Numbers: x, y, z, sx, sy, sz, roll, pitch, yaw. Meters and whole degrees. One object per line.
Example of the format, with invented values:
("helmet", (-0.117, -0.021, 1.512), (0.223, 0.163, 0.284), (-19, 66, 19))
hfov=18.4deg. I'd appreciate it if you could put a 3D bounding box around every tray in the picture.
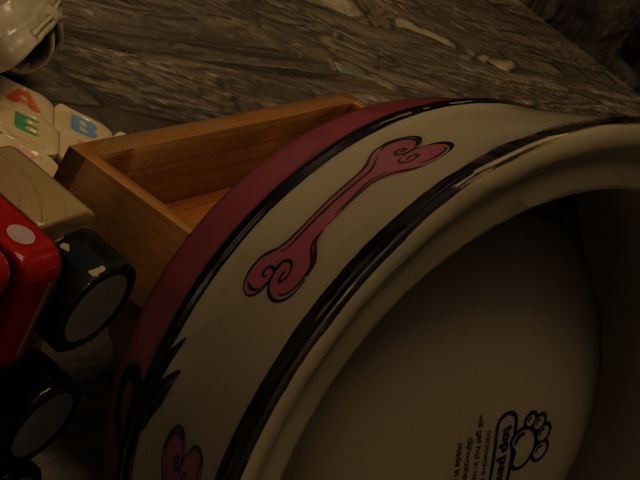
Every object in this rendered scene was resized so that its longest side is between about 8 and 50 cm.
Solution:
("tray", (0.000, 0.000, 1.315), (0.203, 0.076, 0.411), (35, 20, 15))

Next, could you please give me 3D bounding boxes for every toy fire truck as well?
("toy fire truck", (-0.246, 0.063, 0.944), (0.158, 0.217, 0.246), (39, 32, 18))

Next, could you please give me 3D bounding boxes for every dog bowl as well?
("dog bowl", (0.062, 0.103, 1.054), (0.408, 0.408, 0.150), (12, 14, -44))

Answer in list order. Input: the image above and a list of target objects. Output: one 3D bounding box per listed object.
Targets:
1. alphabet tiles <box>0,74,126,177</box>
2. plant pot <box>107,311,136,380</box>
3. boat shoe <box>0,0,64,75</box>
("alphabet tiles", (-0.185, -0.046, 1.564), (0.284, 0.021, 0.278), (25, 20, -18))
("plant pot", (-0.045, 0.114, 1.257), (0.237, 0.110, 0.237), (28, 21, -12))
("boat shoe", (-0.258, -0.185, 1.674), (0.088, 0.096, 0.267), (58, 0, -7))
